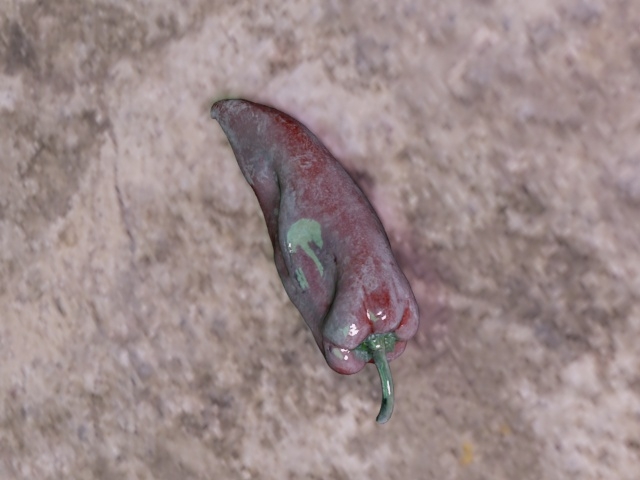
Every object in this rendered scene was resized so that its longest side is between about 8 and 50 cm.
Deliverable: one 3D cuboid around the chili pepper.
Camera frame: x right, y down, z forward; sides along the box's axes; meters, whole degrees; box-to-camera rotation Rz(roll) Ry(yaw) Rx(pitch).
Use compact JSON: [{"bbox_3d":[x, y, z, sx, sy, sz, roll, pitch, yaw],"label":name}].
[{"bbox_3d":[0.001,0.000,0.678,0.050,0.041,0.153,-39,58,19],"label":"chili pepper"}]
